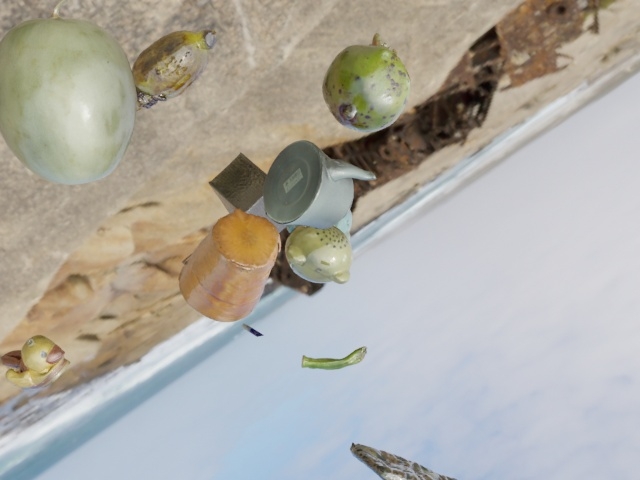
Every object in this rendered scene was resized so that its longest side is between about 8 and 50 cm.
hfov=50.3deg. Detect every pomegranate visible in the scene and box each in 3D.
[{"bbox_3d":[0.098,-0.359,1.509,0.198,0.246,0.198,-5,160,-2],"label":"pomegranate"}]

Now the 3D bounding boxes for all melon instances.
[{"bbox_3d":[-0.459,-0.256,1.227,0.272,0.308,0.272,-19,172,-3],"label":"melon"}]

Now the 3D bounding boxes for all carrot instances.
[{"bbox_3d":[-0.183,0.039,1.446,0.196,0.196,0.254,-33,167,-37],"label":"carrot"}]

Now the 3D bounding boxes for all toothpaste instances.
[{"bbox_3d":[-0.189,0.251,1.891,0.024,0.015,0.083,-6,-161,-40],"label":"toothpaste"}]

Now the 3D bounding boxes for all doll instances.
[{"bbox_3d":[0.000,0.000,1.748,0.161,0.177,0.260,-53,-162,34],"label":"doll"}]

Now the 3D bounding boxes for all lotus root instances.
[{"bbox_3d":[-0.412,-0.488,1.893,0.314,0.141,0.169,-34,171,13],"label":"lotus root"}]

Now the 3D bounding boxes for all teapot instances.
[{"bbox_3d":[-0.010,-0.089,1.310,0.149,0.162,0.239,17,145,-42],"label":"teapot"}]

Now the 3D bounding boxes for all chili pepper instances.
[{"bbox_3d":[0.042,0.354,2.010,0.202,0.050,0.052,-8,147,5],"label":"chili pepper"}]

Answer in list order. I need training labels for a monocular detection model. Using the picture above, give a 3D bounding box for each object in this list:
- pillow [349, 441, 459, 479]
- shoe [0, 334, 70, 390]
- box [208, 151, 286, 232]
[{"bbox_3d":[0.185,0.435,1.244,0.034,0.256,0.189,-68,-168,-4],"label":"pillow"},{"bbox_3d":[-0.408,0.176,0.963,0.109,0.069,0.072,-20,-153,52],"label":"shoe"},{"bbox_3d":[-0.213,-0.122,2.163,0.143,0.184,0.273,-45,157,-10],"label":"box"}]
